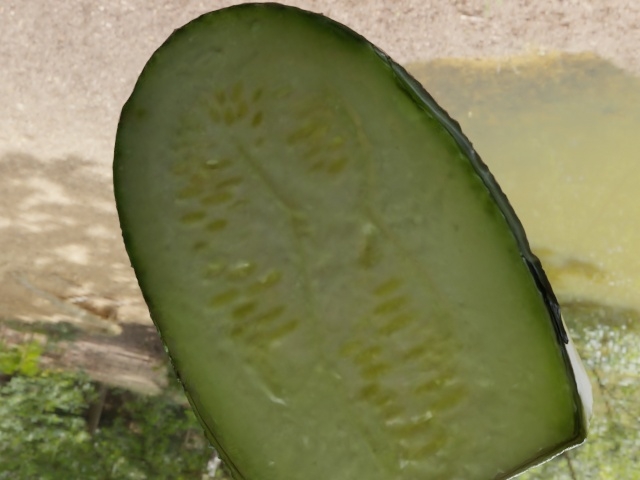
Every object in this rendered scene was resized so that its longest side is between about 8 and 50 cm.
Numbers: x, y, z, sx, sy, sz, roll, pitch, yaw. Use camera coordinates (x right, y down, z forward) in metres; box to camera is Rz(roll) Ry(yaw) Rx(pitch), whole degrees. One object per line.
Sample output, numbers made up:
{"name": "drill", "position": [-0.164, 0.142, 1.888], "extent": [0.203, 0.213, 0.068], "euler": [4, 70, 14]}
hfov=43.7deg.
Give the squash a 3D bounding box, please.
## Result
{"name": "squash", "position": [0.000, 0.000, 0.516], "extent": [0.234, 0.309, 0.210], "euler": [-27, -160, 5]}
